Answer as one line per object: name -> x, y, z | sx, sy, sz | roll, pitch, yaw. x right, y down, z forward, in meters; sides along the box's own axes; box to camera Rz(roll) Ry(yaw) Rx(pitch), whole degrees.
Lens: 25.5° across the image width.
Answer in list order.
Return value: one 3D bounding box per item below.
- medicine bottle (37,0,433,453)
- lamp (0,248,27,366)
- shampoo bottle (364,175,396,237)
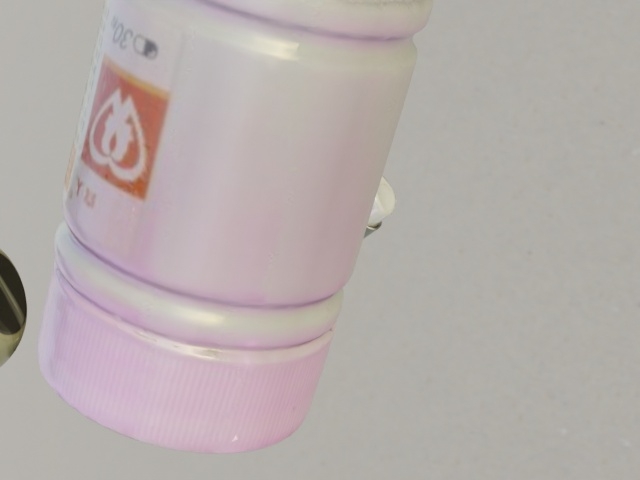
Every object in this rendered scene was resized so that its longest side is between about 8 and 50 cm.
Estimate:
medicine bottle -> -0.063, -0.043, 0.932 | 0.202, 0.202, 0.315 | 50, 129, 55
lamp -> -0.250, 0.049, 0.822 | 0.163, 0.091, 0.091 | -15, 59, 23
shampoo bottle -> 0.000, 0.000, 1.460 | 0.192, 0.074, 0.074 | -32, 49, 33
